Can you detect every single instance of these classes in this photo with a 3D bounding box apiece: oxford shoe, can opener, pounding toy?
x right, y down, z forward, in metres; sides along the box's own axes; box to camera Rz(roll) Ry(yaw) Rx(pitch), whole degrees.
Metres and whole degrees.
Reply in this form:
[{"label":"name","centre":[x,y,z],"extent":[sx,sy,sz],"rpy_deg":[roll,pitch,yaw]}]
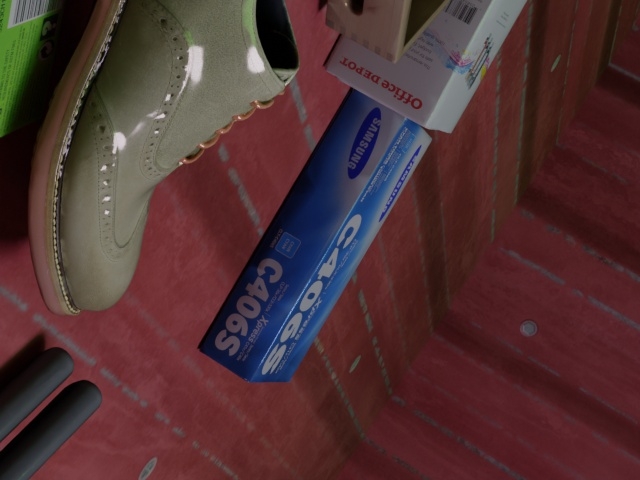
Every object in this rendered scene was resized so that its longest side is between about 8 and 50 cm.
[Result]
[{"label":"oxford shoe","centre":[-0.096,-0.093,0.826],"extent":[0.140,0.146,0.397],"rpy_deg":[-80,-172,-52]},{"label":"can opener","centre":[-0.290,0.194,1.001],"extent":[0.280,0.074,0.093],"rpy_deg":[-46,-166,-33]},{"label":"pounding toy","centre":[0.095,-0.304,1.170],"extent":[0.206,0.094,0.181],"rpy_deg":[-51,163,-27]}]

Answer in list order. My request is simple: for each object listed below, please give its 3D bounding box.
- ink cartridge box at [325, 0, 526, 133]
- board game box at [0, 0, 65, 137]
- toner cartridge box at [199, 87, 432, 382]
[{"label":"ink cartridge box","centre":[0.112,-0.217,1.323],"extent":[0.176,0.128,0.127],"rpy_deg":[-60,164,10]},{"label":"board game box","centre":[-0.234,-0.084,0.688],"extent":[0.259,0.039,0.124],"rpy_deg":[-42,157,-53]},{"label":"toner cartridge box","centre":[0.000,0.000,1.481],"extent":[0.348,0.075,0.165],"rpy_deg":[-60,165,3]}]
